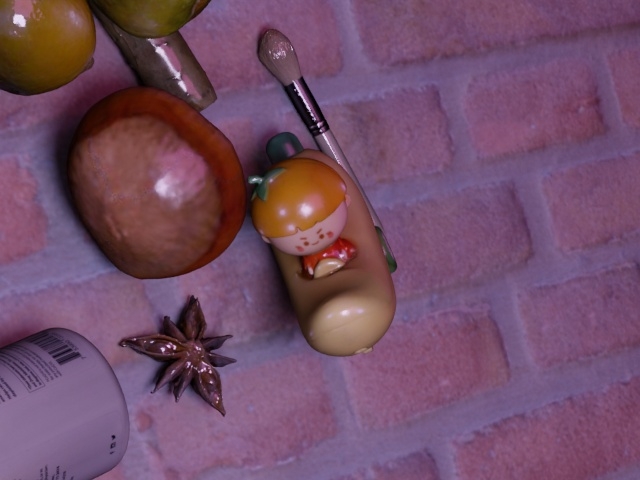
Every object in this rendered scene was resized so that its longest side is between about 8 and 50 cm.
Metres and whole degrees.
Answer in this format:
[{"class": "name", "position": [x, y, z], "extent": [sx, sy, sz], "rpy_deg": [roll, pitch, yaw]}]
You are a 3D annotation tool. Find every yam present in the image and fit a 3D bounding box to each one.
[{"class": "yam", "position": [-0.234, -0.296, 2.080], "extent": [0.083, 0.083, 0.371], "rpy_deg": [-39, 102, -37]}]

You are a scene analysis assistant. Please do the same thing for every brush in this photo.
[{"class": "brush", "position": [0.007, -0.117, 2.256], "extent": [0.039, 0.042, 0.299], "rpy_deg": [-40, 108, -38]}]

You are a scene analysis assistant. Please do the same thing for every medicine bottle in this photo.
[{"class": "medicine bottle", "position": [-0.336, 0.200, 1.828], "extent": [0.289, 0.157, 0.157], "rpy_deg": [-23, 93, -39]}]

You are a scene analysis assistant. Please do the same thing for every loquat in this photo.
[{"class": "loquat", "position": [-0.305, -0.219, 1.960], "extent": [0.195, 0.152, 0.152], "rpy_deg": [43, 53, -51]}]

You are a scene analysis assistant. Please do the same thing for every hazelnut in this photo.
[{"class": "hazelnut", "position": [-0.168, -0.065, 2.017], "extent": [0.214, 0.176, 0.214], "rpy_deg": [48, 32, -43]}]

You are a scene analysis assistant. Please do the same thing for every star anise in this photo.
[{"class": "star anise", "position": [-0.139, 0.136, 2.058], "extent": [0.124, 0.056, 0.129], "rpy_deg": [-34, 85, -36]}]

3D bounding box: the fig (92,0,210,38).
[{"class": "fig", "position": [-0.187, -0.322, 1.972], "extent": [0.167, 0.167, 0.233], "rpy_deg": [-44, 119, -36]}]

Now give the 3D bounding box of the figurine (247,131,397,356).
[{"class": "figurine", "position": [0.000, 0.000, 2.073], "extent": [0.324, 0.124, 0.222], "rpy_deg": [-105, 171, -61]}]
